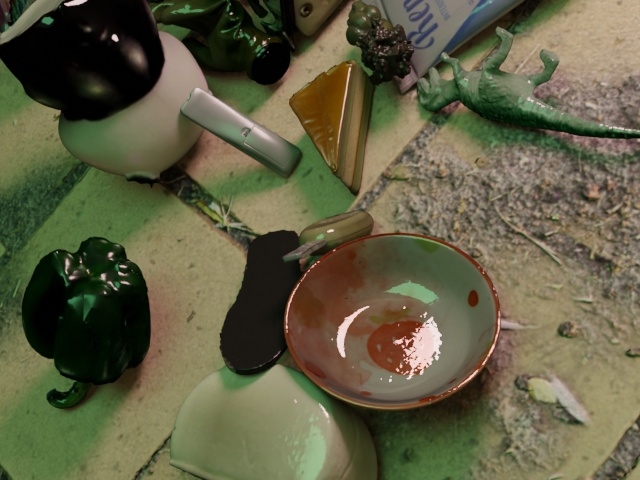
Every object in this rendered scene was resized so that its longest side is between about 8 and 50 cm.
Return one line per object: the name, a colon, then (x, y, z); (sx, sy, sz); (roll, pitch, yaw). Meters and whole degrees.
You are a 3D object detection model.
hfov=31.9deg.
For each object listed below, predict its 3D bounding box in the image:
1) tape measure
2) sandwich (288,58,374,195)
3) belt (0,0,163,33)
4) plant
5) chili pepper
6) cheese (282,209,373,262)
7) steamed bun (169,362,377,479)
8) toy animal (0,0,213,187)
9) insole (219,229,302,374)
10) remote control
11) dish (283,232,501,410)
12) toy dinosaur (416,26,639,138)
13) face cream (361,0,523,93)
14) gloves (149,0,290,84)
tape measure: (-0.031, -0.447, 1.660); (0.271, 0.231, 0.133); (-49, 44, 0)
sandwich: (0.044, -0.162, 1.570); (0.113, 0.079, 0.163); (-36, 52, 10)
belt: (-0.400, -0.434, 1.887); (0.295, 0.207, 0.160); (-41, 56, 24)
plant: (0.082, -0.281, 1.594); (0.085, 0.087, 0.174); (-51, 41, 20)
chili pepper: (-0.330, 0.128, 1.588); (0.174, 0.261, 0.165); (27, 39, 21)
cheese: (0.000, 0.000, 1.458); (0.097, 0.192, 0.037); (-13, 97, 26)
steamed bun: (-0.050, 0.243, 1.373); (0.242, 0.146, 0.164); (12, 72, 34)
toy animal: (-0.305, -0.235, 1.661); (0.251, 0.310, 0.251); (-32, 29, 21)
insole: (-0.071, 0.072, 1.465); (0.110, 0.012, 0.309); (-11, 31, 7)
remote control: (-0.115, -0.159, 1.624); (0.184, 0.027, 0.050); (31, 76, -3)
dish: (0.090, 0.115, 1.373); (0.260, 0.085, 0.260); (-5, 50, 6)
toy dinosaur: (0.277, -0.208, 1.450); (0.383, 0.076, 0.129); (17, 116, 40)
face cream: (0.244, -0.410, 1.586); (0.420, 0.137, 0.234); (-35, 55, 24)
gloves: (-0.160, -0.321, 1.746); (0.268, 0.135, 0.107); (27, 44, 25)
